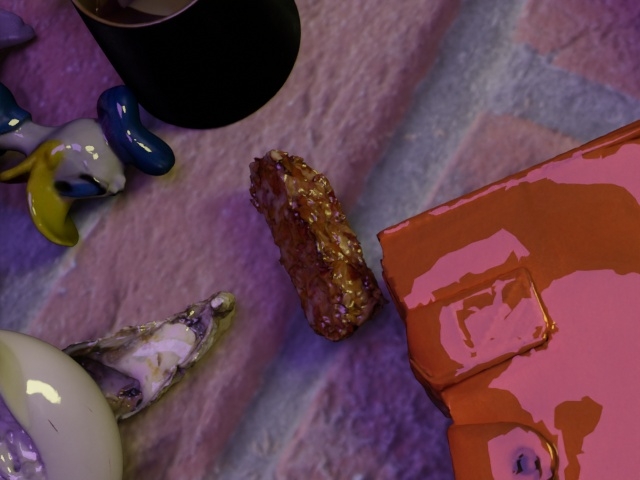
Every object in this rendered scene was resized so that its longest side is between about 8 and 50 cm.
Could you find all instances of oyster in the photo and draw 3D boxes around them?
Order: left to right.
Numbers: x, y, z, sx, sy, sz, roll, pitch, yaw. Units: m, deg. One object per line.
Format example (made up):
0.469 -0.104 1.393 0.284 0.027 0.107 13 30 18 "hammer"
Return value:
-0.154 0.109 1.082 0.200 0.061 0.106 -11 93 12 "oyster"

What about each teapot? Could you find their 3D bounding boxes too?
-0.251 0.181 1.000 0.204 0.139 0.298 -5 103 -1 "teapot"

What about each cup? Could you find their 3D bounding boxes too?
-0.152 -0.195 1.097 0.239 0.177 0.166 -6 73 11 "cup"

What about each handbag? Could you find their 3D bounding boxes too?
0.235 0.132 0.941 0.303 0.116 0.410 -23 69 5 "handbag"

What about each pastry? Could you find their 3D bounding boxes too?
-0.001 0.001 1.056 0.063 0.087 0.169 -13 67 -27 "pastry"

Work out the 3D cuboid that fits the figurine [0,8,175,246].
-0.289 -0.100 1.099 0.338 0.204 0.283 13 52 4 "figurine"
